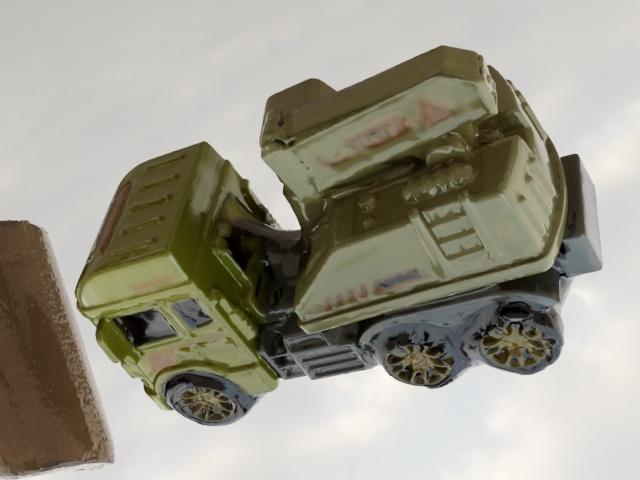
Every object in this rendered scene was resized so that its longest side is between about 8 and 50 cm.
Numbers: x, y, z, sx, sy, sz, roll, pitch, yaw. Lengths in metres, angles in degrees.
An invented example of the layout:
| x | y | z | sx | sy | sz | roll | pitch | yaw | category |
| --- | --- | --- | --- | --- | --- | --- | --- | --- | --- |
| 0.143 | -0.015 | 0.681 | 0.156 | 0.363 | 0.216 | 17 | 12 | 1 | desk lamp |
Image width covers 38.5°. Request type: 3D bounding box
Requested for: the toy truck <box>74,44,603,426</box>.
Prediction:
| x | y | z | sx | sy | sz | roll | pitch | yaw | category |
| --- | --- | --- | --- | --- | --- | --- | --- | --- | --- |
| 0.000 | 0.000 | 0.723 | 0.405 | 0.254 | 0.180 | -16 | -141 | 26 | toy truck |

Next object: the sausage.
| x | y | z | sx | sy | sz | roll | pitch | yaw | category |
| --- | --- | --- | --- | --- | --- | --- | --- | --- | --- |
| -0.290 | 0.116 | 0.887 | 0.123 | 0.252 | 0.123 | -20 | 166 | -5 | sausage |
